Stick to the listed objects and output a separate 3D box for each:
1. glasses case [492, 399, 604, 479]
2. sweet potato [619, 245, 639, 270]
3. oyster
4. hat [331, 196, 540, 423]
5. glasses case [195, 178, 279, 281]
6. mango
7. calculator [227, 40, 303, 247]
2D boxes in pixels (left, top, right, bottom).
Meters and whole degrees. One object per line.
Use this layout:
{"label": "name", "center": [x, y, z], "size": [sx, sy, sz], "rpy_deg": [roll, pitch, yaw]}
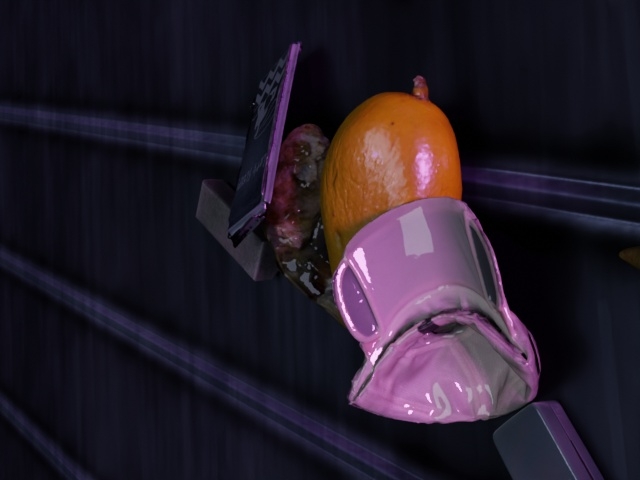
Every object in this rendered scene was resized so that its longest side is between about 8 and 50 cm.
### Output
{"label": "glasses case", "center": [0.245, 0.255, 0.855], "size": [0.078, 0.039, 0.184], "rpy_deg": [-51, 52, 38]}
{"label": "sweet potato", "center": [0.330, 0.028, 0.754], "size": [0.153, 0.038, 0.041], "rpy_deg": [9, 119, 50]}
{"label": "oyster", "center": [0.001, -0.003, 1.142], "size": [0.166, 0.094, 0.294], "rpy_deg": [-47, 60, 31]}
{"label": "hat", "center": [0.130, 0.077, 0.931], "size": [0.219, 0.164, 0.226], "rpy_deg": [-15, 68, 33]}
{"label": "glasses case", "center": [-0.126, -0.020, 1.331], "size": [0.205, 0.047, 0.070], "rpy_deg": [42, 126, 44]}
{"label": "mango", "center": [0.076, -0.037, 1.011], "size": [0.176, 0.119, 0.316], "rpy_deg": [17, 106, 32]}
{"label": "calculator", "center": [-0.078, -0.136, 1.198], "size": [0.166, 0.028, 0.274], "rpy_deg": [145, 138, -62]}
